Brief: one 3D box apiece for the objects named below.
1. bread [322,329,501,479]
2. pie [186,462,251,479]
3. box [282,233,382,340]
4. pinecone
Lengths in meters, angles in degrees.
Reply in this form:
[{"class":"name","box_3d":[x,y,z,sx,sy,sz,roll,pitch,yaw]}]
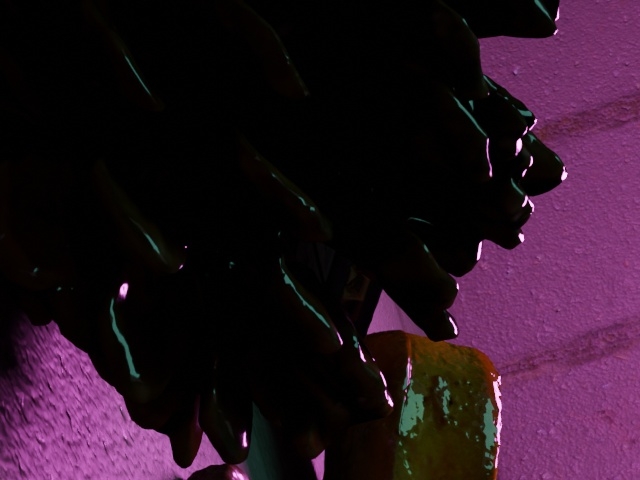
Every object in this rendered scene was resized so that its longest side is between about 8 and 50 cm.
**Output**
[{"class":"bread","box_3d":[0.078,0.206,1.825,0.268,0.146,0.268,-171,-90,-84]},{"class":"pie","box_3d":[-0.046,0.238,1.363,0.182,0.049,0.182,-19,90,-85]},{"class":"box","box_3d":[0.012,-0.017,1.762,0.211,0.058,0.350,-103,-157,-45]},{"class":"pinecone","box_3d":[-0.045,-0.091,1.100,0.398,0.398,0.397,-19,90,-83]}]
